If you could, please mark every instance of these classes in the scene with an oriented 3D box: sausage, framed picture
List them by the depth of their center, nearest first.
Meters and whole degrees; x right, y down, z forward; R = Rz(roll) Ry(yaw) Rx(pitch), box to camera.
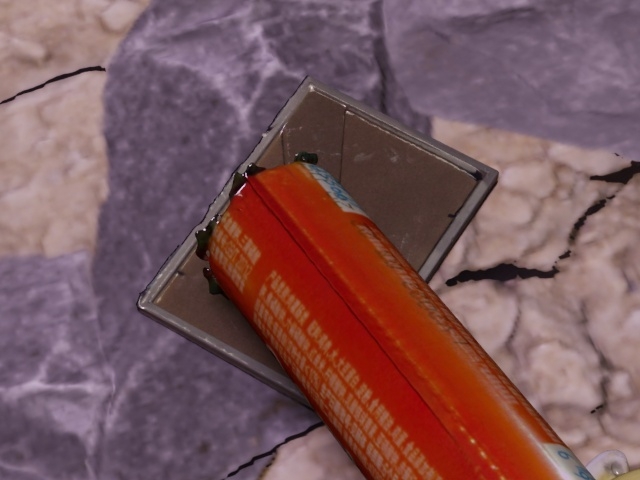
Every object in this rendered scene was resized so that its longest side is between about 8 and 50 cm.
[{"bbox_3d":[0.042,0.069,0.756,0.083,0.083,0.264,-28,50,-13],"label":"sausage"},{"bbox_3d":[0.000,0.000,0.883,0.109,0.011,0.149,29,66,15],"label":"framed picture"}]

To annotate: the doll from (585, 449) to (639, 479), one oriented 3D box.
[{"bbox_3d":[0.099,0.145,0.773,0.162,0.062,0.106,-20,58,-8],"label":"doll"}]
